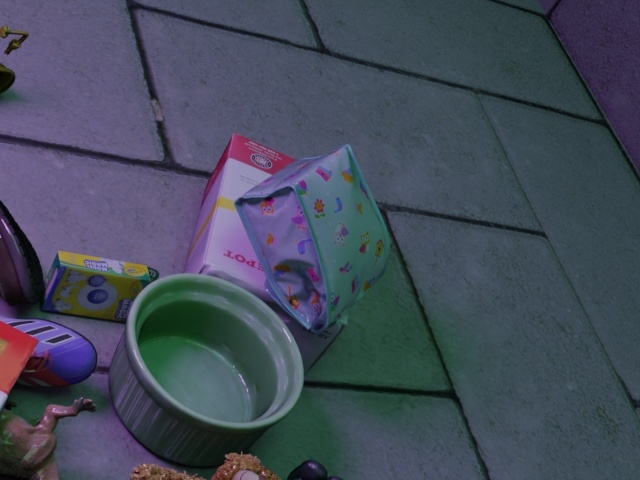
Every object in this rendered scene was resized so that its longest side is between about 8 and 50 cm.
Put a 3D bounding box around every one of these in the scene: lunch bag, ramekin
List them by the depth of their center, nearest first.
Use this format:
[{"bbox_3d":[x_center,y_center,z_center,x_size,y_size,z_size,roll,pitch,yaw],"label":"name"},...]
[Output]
[{"bbox_3d":[-0.193,0.214,1.858,0.303,0.148,0.303,21,39,-18],"label":"ramekin"},{"bbox_3d":[0.000,0.000,1.959,0.223,0.160,0.262,-40,112,-52],"label":"lunch bag"}]

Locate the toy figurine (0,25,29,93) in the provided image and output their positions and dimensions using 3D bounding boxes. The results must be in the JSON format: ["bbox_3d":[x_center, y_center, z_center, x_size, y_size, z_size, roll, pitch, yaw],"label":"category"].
[{"bbox_3d":[-0.733,-0.363,2.040,0.362,0.191,0.217,-16,55,-47],"label":"toy figurine"}]

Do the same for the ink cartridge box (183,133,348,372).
[{"bbox_3d":[-0.093,0.018,2.134,0.279,0.160,0.385,24,39,-14],"label":"ink cartridge box"}]

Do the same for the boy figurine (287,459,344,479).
[{"bbox_3d":[-0.052,0.460,1.754,0.177,0.092,0.285,38,34,-2],"label":"boy figurine"}]

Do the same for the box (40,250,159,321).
[{"bbox_3d":[-0.362,0.080,1.907,0.179,0.105,0.043,9,38,-30],"label":"box"}]

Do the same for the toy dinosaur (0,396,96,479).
[{"bbox_3d":[-0.450,0.290,1.611,0.295,0.127,0.200,28,45,-1],"label":"toy dinosaur"}]

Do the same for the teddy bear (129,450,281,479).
[{"bbox_3d":[-0.188,0.406,1.627,0.338,0.113,0.245,-6,38,-18],"label":"teddy bear"}]

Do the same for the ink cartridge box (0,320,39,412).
[{"bbox_3d":[-0.557,0.158,1.537,0.296,0.066,0.261,28,53,-8],"label":"ink cartridge box"}]

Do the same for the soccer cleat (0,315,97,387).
[{"bbox_3d":[-0.484,0.157,1.700,0.318,0.109,0.116,18,3,-17],"label":"soccer cleat"}]

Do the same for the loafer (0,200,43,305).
[{"bbox_3d":[-0.576,-0.030,1.874,0.130,0.134,0.366,-34,73,-7],"label":"loafer"}]
